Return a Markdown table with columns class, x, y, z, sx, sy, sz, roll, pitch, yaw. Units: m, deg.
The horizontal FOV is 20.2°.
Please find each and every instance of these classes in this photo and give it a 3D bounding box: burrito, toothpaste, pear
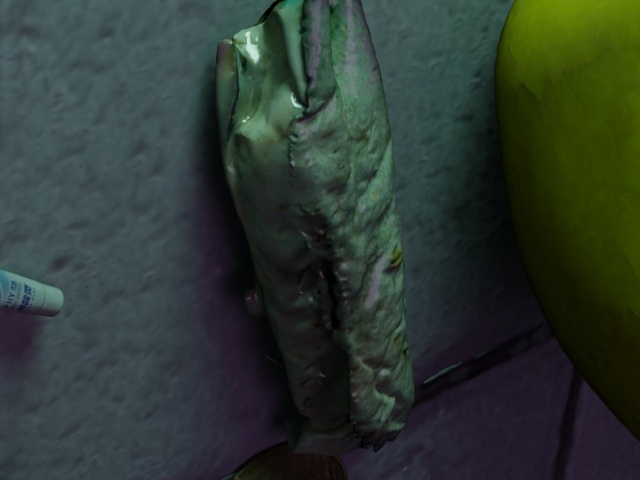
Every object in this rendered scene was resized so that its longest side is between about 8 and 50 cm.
| class | x | y | z | sx | sy | sz | roll | pitch | yaw |
| --- | --- | --- | --- | --- | --- | --- | --- | --- | --- |
| burrito | 0.004 | -0.001 | 0.922 | 0.096 | 0.066 | 0.309 | -41 | 140 | -31 |
| toothpaste | -0.151 | 0.022 | 0.802 | 0.083 | 0.015 | 0.024 | 18 | 92 | -48 |
| pear | 0.282 | -0.022 | 0.995 | 0.362 | 0.362 | 0.418 | -48 | 112 | -16 |

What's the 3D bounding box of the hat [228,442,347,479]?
| class | x | y | z | sx | sy | sz | roll | pitch | yaw |
| --- | --- | --- | --- | --- | --- | --- | --- | --- | --- |
| hat | -0.014 | 0.195 | 1.033 | 0.146 | 0.067 | 0.146 | -29 | 134 | -35 |
